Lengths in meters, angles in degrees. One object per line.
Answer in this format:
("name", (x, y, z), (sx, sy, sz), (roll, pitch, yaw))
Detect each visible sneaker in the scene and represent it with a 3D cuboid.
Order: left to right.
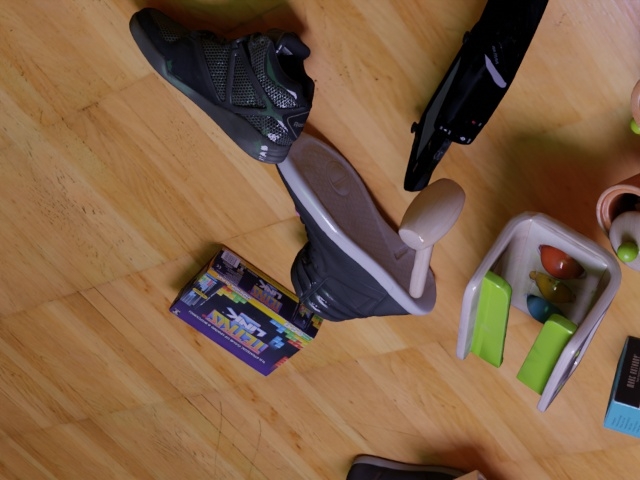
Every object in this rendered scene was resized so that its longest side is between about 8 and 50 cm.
("sneaker", (-0.095, -0.198, 1.221), (0.227, 0.087, 0.130), (41, 112, 14))
("sneaker", (0.000, 0.001, 1.357), (0.147, 0.104, 0.296), (-18, 128, 34))
("sneaker", (0.136, 0.399, 1.703), (0.222, 0.118, 0.083), (4, 135, 23))

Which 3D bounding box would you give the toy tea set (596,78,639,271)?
("toy tea set", (0.339, -0.088, 1.002), (0.200, 0.124, 0.336), (33, 136, 28))

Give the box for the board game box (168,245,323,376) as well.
("board game box", (-0.102, 0.099, 1.564), (0.170, 0.048, 0.141), (35, 138, -10))

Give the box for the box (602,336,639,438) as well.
("box", (0.460, 0.199, 1.330), (0.244, 0.100, 0.060), (16, 140, 12))

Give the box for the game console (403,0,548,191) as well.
("game console", (0.136, -0.149, 1.058), (0.044, 0.213, 0.361), (26, 151, -1))

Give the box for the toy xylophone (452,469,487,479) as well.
("toy xylophone", (0.202, 0.443, 1.660), (0.236, 0.081, 0.323), (-33, 134, 19))

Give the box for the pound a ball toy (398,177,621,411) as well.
("pound a ball toy", (0.202, 0.044, 1.228), (0.208, 0.136, 0.319), (33, 164, 16))
